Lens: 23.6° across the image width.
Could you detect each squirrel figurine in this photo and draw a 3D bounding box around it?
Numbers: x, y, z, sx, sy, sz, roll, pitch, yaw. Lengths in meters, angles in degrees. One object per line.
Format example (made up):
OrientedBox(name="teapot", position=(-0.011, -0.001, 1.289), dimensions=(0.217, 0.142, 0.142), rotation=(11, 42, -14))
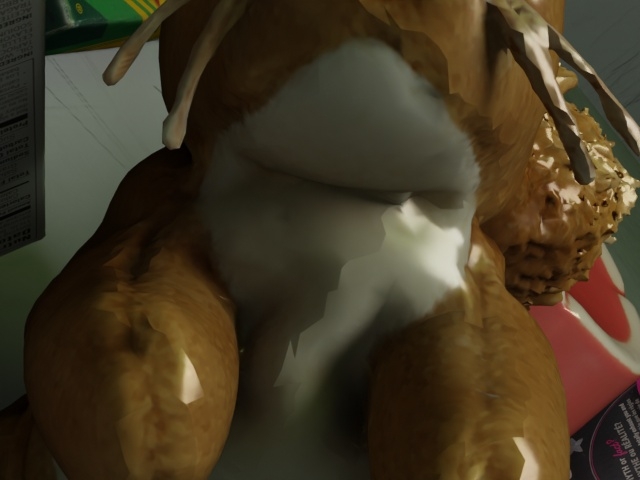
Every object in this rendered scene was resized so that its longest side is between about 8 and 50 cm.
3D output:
OrientedBox(name="squirrel figurine", position=(0.000, 0.000, 0.609), dimensions=(0.397, 0.281, 0.370), rotation=(-59, 156, -74))

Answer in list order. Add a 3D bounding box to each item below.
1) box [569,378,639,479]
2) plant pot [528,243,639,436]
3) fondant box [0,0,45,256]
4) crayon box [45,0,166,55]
OrientedBox(name="box", position=(0.200, 0.193, 0.968), dimensions=(0.163, 0.142, 0.247), rotation=(47, 16, -29))
OrientedBox(name="plant pot", position=(0.042, 0.052, 0.919), dimensions=(0.275, 0.243, 0.275), rotation=(48, 21, -24))
OrientedBox(name="fondant box", position=(-0.196, -0.136, 0.590), dimensions=(0.238, 0.096, 0.330), rotation=(61, -19, 12))
OrientedBox(name="crayon box", position=(-0.164, -0.235, 1.041), dimensions=(0.318, 0.081, 0.202), rotation=(-34, 106, -71))
